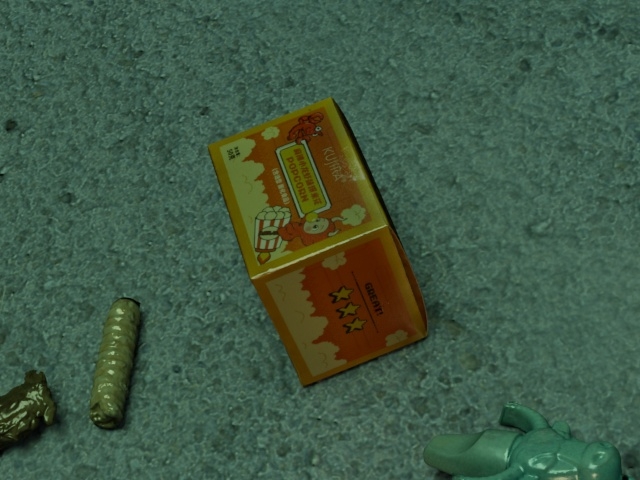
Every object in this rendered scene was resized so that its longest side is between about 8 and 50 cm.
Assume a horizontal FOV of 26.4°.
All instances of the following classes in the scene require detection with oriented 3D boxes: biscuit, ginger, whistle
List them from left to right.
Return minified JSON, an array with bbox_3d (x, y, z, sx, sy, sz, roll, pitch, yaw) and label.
[{"bbox_3d":[-0.521,0.291,1.997,0.290,0.084,0.122,-32,54,-7],"label":"ginger"},{"bbox_3d":[-0.305,0.177,2.032,0.055,0.061,0.219,21,50,-20],"label":"biscuit"},{"bbox_3d":[0.262,0.283,1.711,0.274,0.093,0.186,6,27,28],"label":"whistle"}]

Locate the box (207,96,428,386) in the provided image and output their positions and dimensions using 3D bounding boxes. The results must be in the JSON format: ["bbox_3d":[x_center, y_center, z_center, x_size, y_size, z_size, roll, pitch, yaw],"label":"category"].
[{"bbox_3d":[0.000,0.000,1.933,0.214,0.259,0.283,-21,47,-1],"label":"box"}]
